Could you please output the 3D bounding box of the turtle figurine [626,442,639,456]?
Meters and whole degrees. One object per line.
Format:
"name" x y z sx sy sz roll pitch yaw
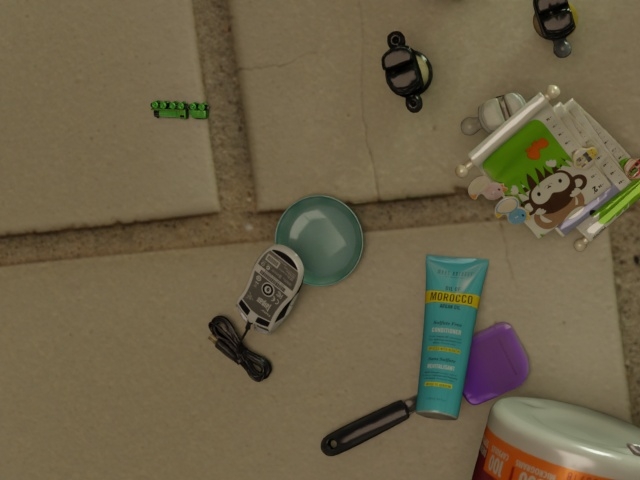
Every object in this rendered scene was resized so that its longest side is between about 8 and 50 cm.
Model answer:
"turtle figurine" 0.514 0.235 1.303 0.275 0.198 0.266 -43 72 -7

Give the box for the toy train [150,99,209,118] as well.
"toy train" -0.188 -0.174 1.583 0.083 0.017 0.023 4 105 15

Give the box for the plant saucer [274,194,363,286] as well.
"plant saucer" 0.000 0.000 1.540 0.119 0.021 0.119 1 93 16

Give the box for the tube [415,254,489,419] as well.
"tube" 0.159 0.119 1.475 0.080 0.052 0.207 6 73 9

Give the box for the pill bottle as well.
"pill bottle" 0.260 0.401 1.390 0.224 0.224 0.392 15 97 14

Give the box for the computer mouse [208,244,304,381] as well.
"computer mouse" -0.071 0.085 1.544 0.106 0.042 0.193 40 117 15

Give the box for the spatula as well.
"spatula" 0.127 0.205 1.512 0.296 0.030 0.084 -31 73 17

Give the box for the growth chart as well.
"growth chart" 0.282 -0.077 1.392 0.237 0.021 0.172 31 109 -31

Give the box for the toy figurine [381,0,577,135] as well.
"toy figurine" 0.190 -0.236 1.417 0.210 0.148 0.213 24 97 6
